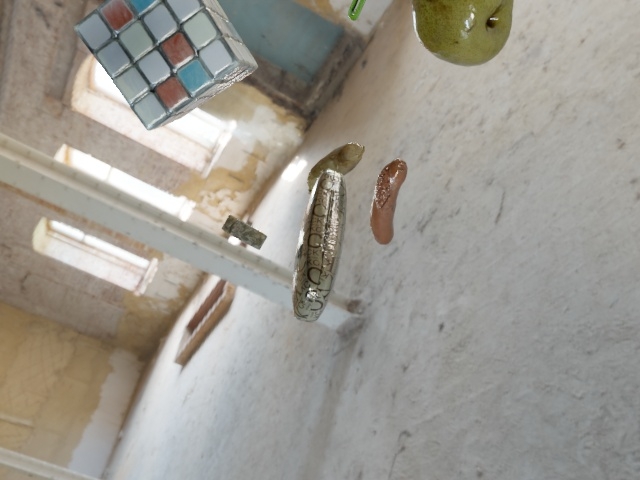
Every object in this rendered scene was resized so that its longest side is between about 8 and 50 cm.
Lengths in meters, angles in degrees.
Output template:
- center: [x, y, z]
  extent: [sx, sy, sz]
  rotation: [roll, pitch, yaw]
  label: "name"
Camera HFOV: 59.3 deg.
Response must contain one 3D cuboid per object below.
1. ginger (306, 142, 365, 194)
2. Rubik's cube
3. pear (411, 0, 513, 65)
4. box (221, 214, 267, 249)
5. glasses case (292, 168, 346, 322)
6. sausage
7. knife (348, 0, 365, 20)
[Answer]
- center: [0.037, -0.181, 1.377]
  extent: [0.190, 0.069, 0.095]
  rotation: [-37, 30, 28]
  label: "ginger"
- center: [-0.320, -0.422, 1.231]
  extent: [0.253, 0.259, 0.256]
  rotation: [-33, 13, 11]
  label: "Rubik's cube"
- center: [0.301, -0.498, 1.228]
  extent: [0.188, 0.211, 0.229]
  rotation: [-32, -45, -29]
  label: "pear"
- center: [-0.181, -0.019, 1.340]
  extent: [0.062, 0.098, 0.045]
  rotation: [28, 87, 55]
  label: "box"
- center: [0.000, 0.000, 1.111]
  extent: [0.137, 0.085, 0.355]
  rotation: [108, 173, -45]
  label: "glasses case"
- center: [0.189, -0.105, 1.618]
  extent: [0.327, 0.087, 0.079]
  rotation: [93, 155, -51]
  label: "sausage"
- center: [0.084, -0.461, 0.934]
  extent: [0.015, 0.054, 0.212]
  rotation: [-27, -20, -33]
  label: "knife"
